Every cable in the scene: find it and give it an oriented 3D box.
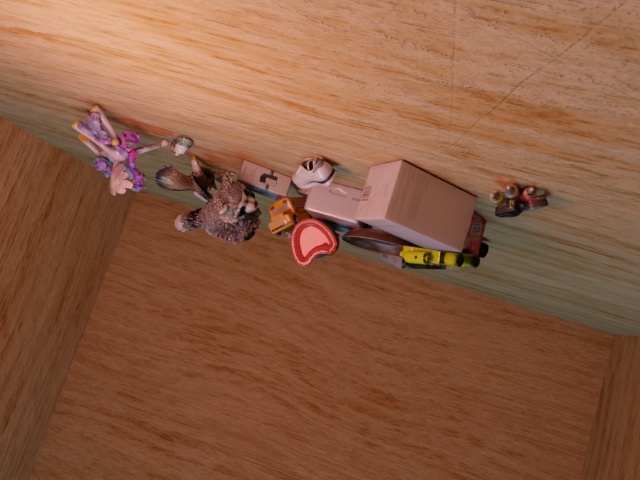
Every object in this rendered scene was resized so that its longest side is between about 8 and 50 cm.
[{"bbox_3d":[0.541,-0.108,1.341,0.139,0.072,0.287,-3,178,20],"label":"cable"}]

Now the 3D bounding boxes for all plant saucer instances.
[{"bbox_3d":[0.238,0.006,1.907,0.310,0.050,0.310,12,172,2],"label":"plant saucer"}]

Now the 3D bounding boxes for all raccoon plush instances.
[{"bbox_3d":[-0.442,-0.106,1.937,0.446,0.216,0.299,-16,158,13],"label":"raccoon plush"}]

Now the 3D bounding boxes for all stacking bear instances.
[{"bbox_3d":[0.000,0.000,1.962,0.175,0.164,0.289,-28,171,13],"label":"stacking bear"}]

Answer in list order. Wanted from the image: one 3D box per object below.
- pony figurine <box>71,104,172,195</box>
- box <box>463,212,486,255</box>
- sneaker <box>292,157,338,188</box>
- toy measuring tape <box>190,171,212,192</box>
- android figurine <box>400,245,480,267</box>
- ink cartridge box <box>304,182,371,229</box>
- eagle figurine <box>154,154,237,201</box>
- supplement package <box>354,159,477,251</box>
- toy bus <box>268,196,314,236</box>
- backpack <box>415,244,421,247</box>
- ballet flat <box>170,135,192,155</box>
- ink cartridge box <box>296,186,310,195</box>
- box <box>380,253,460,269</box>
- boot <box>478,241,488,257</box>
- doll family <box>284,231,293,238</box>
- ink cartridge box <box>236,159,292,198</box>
[{"bbox_3d":[-0.784,-0.345,1.916,0.363,0.303,0.351,51,157,-25],"label":"pony figurine"},{"bbox_3d":[0.431,-0.040,1.720,0.256,0.128,0.122,11,173,43],"label":"box"},{"bbox_3d":[-0.037,-0.235,1.645,0.094,0.090,0.235,36,162,-27],"label":"sneaker"},{"bbox_3d":[-0.597,-0.316,2.440,0.121,0.122,0.330,21,-165,-24],"label":"toy measuring tape"},{"bbox_3d":[0.392,0.056,1.664,0.248,0.056,0.272,5,-179,-38],"label":"android figurine"},{"bbox_3d":[0.088,-0.120,1.961,0.223,0.129,0.307,16,173,16],"label":"ink cartridge box"},{"bbox_3d":[-0.551,-0.259,2.140,0.225,0.226,0.298,55,-151,-8],"label":"eagle figurine"},{"bbox_3d":[0.284,-0.095,1.461,0.292,0.178,0.175,22,173,-23],"label":"supplement package"},{"bbox_3d":[-0.112,-0.106,2.031,0.108,0.130,0.332,-25,177,21],"label":"toy bus"},{"bbox_3d":[0.415,0.017,2.269,0.158,0.117,0.173,13,174,40],"label":"backpack"},{"bbox_3d":[-0.552,-0.366,1.930,0.070,0.070,0.188,21,172,-25],"label":"ballet flat"},{"bbox_3d":[-0.040,-0.200,2.078,0.115,0.029,0.063,15,173,17],"label":"ink cartridge box"},{"bbox_3d":[0.486,0.092,2.387,0.321,0.059,0.232,1,-170,-18],"label":"box"},{"bbox_3d":[0.503,-0.025,1.977,0.264,0.096,0.280,14,-175,-45],"label":"boot"},{"bbox_3d":[-0.064,-0.082,2.471,0.163,0.263,0.118,30,133,1],"label":"doll family"},{"bbox_3d":[-0.234,-0.241,2.006,0.208,0.087,0.153,20,172,-12],"label":"ink cartridge box"}]
